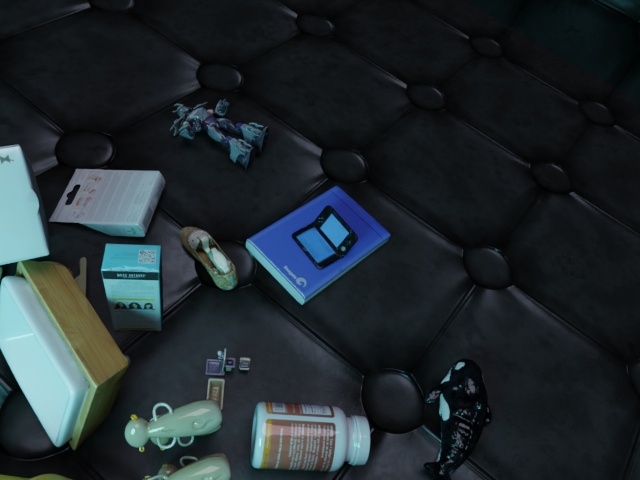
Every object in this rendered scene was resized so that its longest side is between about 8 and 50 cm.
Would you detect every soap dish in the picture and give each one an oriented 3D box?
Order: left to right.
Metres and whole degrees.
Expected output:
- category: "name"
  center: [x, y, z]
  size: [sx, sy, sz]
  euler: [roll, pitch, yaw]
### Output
- category: "soap dish"
  center: [-0.475, 0.203, 0.986]
  size: [0.118, 0.229, 0.291]
  euler: [-19, 59, -46]

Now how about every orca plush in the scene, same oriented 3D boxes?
- category: "orca plush"
  center: [0.296, 0.363, 1.142]
  size: [0.151, 0.102, 0.287]
  euler: [36, 53, 13]

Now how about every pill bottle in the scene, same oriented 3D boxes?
- category: "pill bottle"
  center: [-0.021, 0.378, 1.033]
  size: [0.216, 0.121, 0.121]
  euler: [7, 53, -10]

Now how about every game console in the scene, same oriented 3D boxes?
- category: "game console"
  center: [0.010, -0.010, 1.313]
  size: [0.122, 0.107, 0.071]
  euler: [50, 29, 20]

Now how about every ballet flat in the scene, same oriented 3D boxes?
- category: "ballet flat"
  center: [-0.260, 0.025, 1.266]
  size: [0.073, 0.067, 0.206]
  euler: [-33, 68, -31]

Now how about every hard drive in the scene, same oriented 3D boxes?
- category: "hard drive"
  center: [0.000, 0.000, 1.373]
  size: [0.319, 0.040, 0.210]
  euler: [-34, 69, -33]

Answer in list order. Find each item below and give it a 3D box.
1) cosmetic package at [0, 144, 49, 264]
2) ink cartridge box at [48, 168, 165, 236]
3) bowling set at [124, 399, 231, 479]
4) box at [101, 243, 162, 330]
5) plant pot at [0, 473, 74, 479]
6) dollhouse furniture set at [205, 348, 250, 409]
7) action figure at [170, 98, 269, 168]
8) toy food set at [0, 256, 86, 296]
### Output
- category: "cosmetic package"
  center: [-0.617, -0.066, 1.030]
  size: [0.155, 0.365, 0.197]
  euler: [-14, 99, -24]
- category: "ink cartridge box"
  center: [-0.513, -0.094, 1.312]
  size: [0.225, 0.056, 0.181]
  euler: [1, 52, 9]
- category: "bowling set"
  center: [-0.246, 0.391, 0.961]
  size: [0.154, 0.200, 0.287]
  euler: [-9, 99, -16]
- category: "box"
  center: [-0.366, 0.100, 1.068]
  size: [0.101, 0.244, 0.060]
  euler: [3, 54, -14]
- category: "plant pot"
  center: [-0.487, 0.455, 0.788]
  size: [0.239, 0.254, 0.254]
  euler: [14, 50, 16]
- category: "dollhouse furniture set"
  center: [-0.188, 0.279, 1.086]
  size: [0.091, 0.081, 0.114]
  euler: [6, 53, -11]
- category: "action figure"
  center: [-0.289, -0.318, 1.500]
  size: [0.285, 0.099, 0.185]
  euler: [28, 57, 10]
- category: "toy food set"
  center: [-0.595, 0.100, 1.145]
  size: [0.192, 0.038, 0.132]
  euler: [-6, 49, -13]
